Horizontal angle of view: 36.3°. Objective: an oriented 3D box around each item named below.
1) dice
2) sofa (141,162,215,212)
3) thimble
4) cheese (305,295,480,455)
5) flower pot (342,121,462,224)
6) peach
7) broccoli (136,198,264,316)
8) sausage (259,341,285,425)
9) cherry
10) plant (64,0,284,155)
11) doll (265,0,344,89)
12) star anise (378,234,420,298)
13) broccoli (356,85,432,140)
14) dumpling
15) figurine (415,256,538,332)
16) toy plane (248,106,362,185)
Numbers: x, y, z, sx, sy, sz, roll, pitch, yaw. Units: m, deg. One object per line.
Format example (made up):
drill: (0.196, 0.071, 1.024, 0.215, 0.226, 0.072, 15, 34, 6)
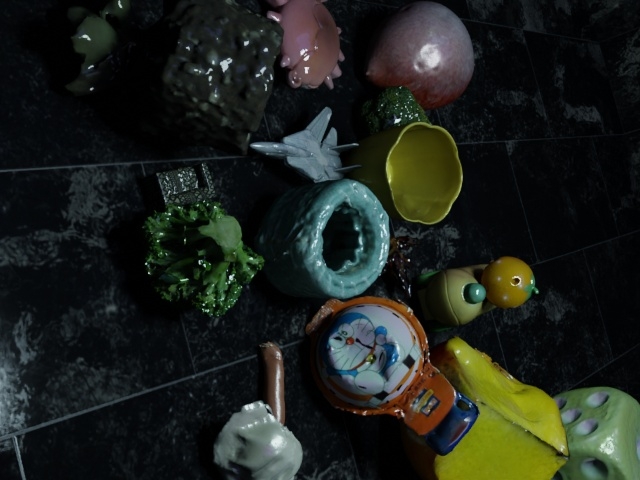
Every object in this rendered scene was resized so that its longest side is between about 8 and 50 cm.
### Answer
dice: (0.615, 0.498, 2.222, 0.254, 0.250, 0.252, -46, 114, -51)
sofa: (-0.218, -0.082, 1.510, 0.118, 0.039, 0.060, -20, 92, -55)
thimble: (0.000, 0.000, 1.655, 0.235, 0.143, 0.198, -17, 101, -48)
cheese: (0.119, 0.226, 1.673, 0.329, 0.217, 0.129, 40, -8, 15)
flower pot: (0.142, -0.126, 1.869, 0.195, 0.179, 0.195, -2, 93, -37)
peach: (0.303, 0.361, 1.866, 0.380, 0.242, 0.306, 27, 19, -31)
broccoli: (-0.178, 0.018, 1.434, 0.195, 0.156, 0.195, 14, 52, -19)
sausage: (-0.077, 0.241, 1.573, 0.042, 0.036, 0.157, 26, 55, -55)
cherry: (0.212, -0.389, 2.076, 0.239, 0.206, 0.239, 18, 69, -61)
plant: (-0.225, -0.265, 1.446, 0.312, 0.213, 0.215, 12, 60, -11)
doll: (-0.026, -0.390, 1.851, 0.211, 0.093, 0.261, 32, 53, -39)
star anise: (0.139, 0.037, 1.934, 0.212, 0.054, 0.157, 28, 54, -48)
broccoli: (0.150, -0.229, 2.002, 0.162, 0.146, 0.138, 61, 4, 4)
dumpling: (-0.094, 0.328, 1.468, 0.127, 0.108, 0.188, -47, 134, -26)
figurine: (0.339, 0.099, 2.035, 0.325, 0.222, 0.124, -9, 81, -54)
toy plane: (-0.045, -0.148, 1.743, 0.267, 0.088, 0.212, 1, 75, -45)
